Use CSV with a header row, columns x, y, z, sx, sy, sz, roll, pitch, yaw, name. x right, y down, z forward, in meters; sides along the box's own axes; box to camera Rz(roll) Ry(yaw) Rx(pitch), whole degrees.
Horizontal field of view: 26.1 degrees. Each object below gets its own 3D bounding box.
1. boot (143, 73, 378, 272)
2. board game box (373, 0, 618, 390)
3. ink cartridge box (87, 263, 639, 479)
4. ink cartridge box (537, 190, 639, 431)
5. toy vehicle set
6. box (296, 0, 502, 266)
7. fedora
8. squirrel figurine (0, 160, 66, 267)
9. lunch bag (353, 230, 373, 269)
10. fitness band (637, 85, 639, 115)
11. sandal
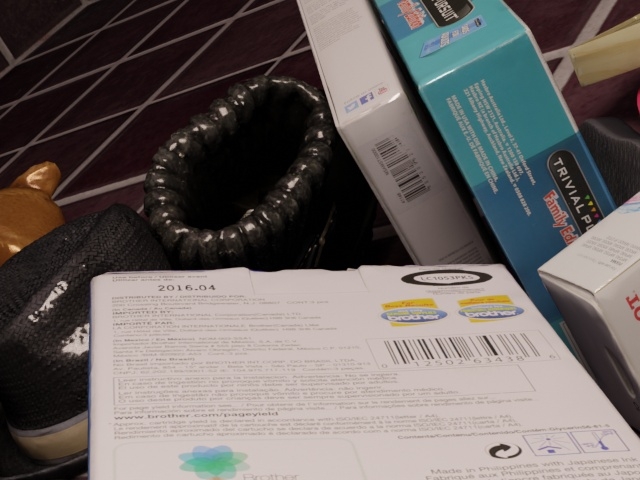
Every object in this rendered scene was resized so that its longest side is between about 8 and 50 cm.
x,y,z,sx,sy,sz,roll,pitch,yaw,name
-0.033,-0.056,1.118,0.131,0.260,0.348,6,52,10,boot
0.137,-0.069,1.007,0.079,0.254,0.336,-27,22,7,board game box
0.008,0.124,0.761,0.270,0.151,0.395,-1,21,-9,ink cartridge box
0.238,0.023,0.841,0.175,0.127,0.072,-35,22,-10,ink cartridge box
0.362,-0.214,1.205,0.267,0.035,0.166,-29,8,-34,toy vehicle set
0.062,-0.088,1.106,0.058,0.232,0.322,-26,32,9,box
-0.227,0.074,1.321,0.334,0.152,0.334,-27,21,12,fedora
-0.482,-0.016,1.556,0.370,0.397,0.281,-3,43,13,squirrel figurine
0.000,0.000,1.295,0.098,0.067,0.065,-16,26,31,lunch bag
0.362,-0.121,1.106,0.209,0.054,0.291,-28,21,16,fitness band
0.249,-0.041,1.031,0.054,0.097,0.254,-4,23,-3,sandal
